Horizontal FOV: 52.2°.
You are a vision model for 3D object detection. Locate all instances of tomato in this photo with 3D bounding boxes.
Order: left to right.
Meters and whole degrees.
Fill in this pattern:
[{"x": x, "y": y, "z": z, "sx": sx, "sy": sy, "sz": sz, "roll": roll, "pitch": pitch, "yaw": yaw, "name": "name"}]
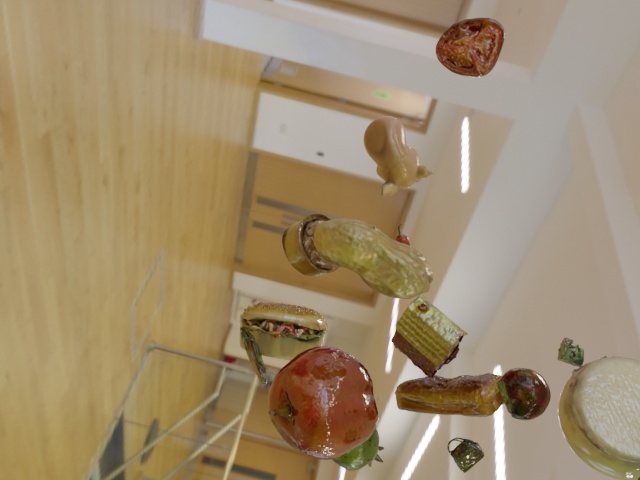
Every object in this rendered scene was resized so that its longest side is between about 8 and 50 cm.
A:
[{"x": 0.413, "y": -0.530, "z": 1.808, "sx": 0.082, "sy": 0.174, "sz": 0.167, "roll": 14, "pitch": 94, "yaw": -73, "name": "tomato"}]

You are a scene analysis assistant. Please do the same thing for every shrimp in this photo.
[{"x": -0.195, "y": 0.338, "z": 1.929, "sx": 0.101, "sy": 0.042, "sz": 0.190, "roll": -145, "pitch": -146, "yaw": -79, "name": "shrimp"}]

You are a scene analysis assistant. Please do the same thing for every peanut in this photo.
[{"x": 0.127, "y": 0.042, "z": 1.609, "sx": 0.149, "sy": 0.313, "sz": 0.149, "roll": -60, "pitch": -173, "yaw": 13, "name": "peanut"}]

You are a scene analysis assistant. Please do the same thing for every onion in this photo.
[{"x": 0.463, "y": 0.344, "z": 1.477, "sx": 0.118, "sy": 0.118, "sz": 0.117, "roll": -10, "pitch": 87, "yaw": -90, "name": "onion"}]

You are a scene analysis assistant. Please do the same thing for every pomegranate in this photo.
[{"x": 0.121, "y": 0.669, "z": 2.147, "sx": 0.224, "sy": 0.181, "sz": 0.182, "roll": 46, "pitch": 48, "yaw": -43, "name": "pomegranate"}]

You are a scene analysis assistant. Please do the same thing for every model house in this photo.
[{"x": 0.349, "y": 0.295, "z": 2.079, "sx": 0.160, "sy": 0.196, "sz": 0.254, "roll": -41, "pitch": 158, "yaw": -19, "name": "model house"}, {"x": 0.849, "y": 0.378, "z": 2.201, "sx": 0.066, "sy": 0.083, "sz": 0.079, "roll": 74, "pitch": 36, "yaw": -71, "name": "model house"}]

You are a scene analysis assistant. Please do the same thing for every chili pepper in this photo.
[{"x": 0.289, "y": 0.036, "z": 2.273, "sx": 0.050, "sy": 0.059, "sz": 0.191, "roll": -28, "pitch": 108, "yaw": -48, "name": "chili pepper"}]

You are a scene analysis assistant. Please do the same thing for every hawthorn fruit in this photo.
[{"x": -0.016, "y": 0.419, "z": 1.682, "sx": 0.330, "sy": 0.287, "sz": 0.287, "roll": 2, "pitch": 106, "yaw": -49, "name": "hawthorn fruit"}]

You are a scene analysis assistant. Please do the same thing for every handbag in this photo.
[{"x": 0.538, "y": 0.798, "z": 2.494, "sx": 0.115, "sy": 0.139, "sz": 0.072, "roll": -44, "pitch": -159, "yaw": 10, "name": "handbag"}]

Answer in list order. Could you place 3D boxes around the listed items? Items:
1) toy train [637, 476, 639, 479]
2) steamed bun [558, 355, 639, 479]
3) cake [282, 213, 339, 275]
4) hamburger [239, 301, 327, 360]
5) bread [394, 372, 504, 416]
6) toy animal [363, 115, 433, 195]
[{"x": 0.942, "y": 0.685, "z": 1.753, "sx": 0.159, "sy": 0.248, "sz": 0.101, "roll": 90, "pitch": -7, "yaw": -46, "name": "toy train"}, {"x": 0.915, "y": 0.557, "z": 2.006, "sx": 0.241, "sy": 0.374, "sz": 0.375, "roll": 86, "pitch": 14, "yaw": -48, "name": "steamed bun"}, {"x": 0.000, "y": 0.000, "z": 2.039, "sx": 0.178, "sy": 0.185, "sz": 0.208, "roll": -36, "pitch": -111, "yaw": 44, "name": "cake"}, {"x": -0.119, "y": 0.286, "z": 2.090, "sx": 0.302, "sy": 0.301, "sz": 0.171, "roll": 99, "pitch": 0, "yaw": -85, "name": "hamburger"}, {"x": 0.435, "y": 0.504, "z": 2.190, "sx": 0.185, "sy": 0.380, "sz": 0.109, "roll": -26, "pitch": 102, "yaw": -47, "name": "bread"}, {"x": 0.233, "y": -0.279, "z": 2.086, "sx": 0.166, "sy": 0.250, "sz": 0.154, "roll": -32, "pitch": 166, "yaw": 27, "name": "toy animal"}]
